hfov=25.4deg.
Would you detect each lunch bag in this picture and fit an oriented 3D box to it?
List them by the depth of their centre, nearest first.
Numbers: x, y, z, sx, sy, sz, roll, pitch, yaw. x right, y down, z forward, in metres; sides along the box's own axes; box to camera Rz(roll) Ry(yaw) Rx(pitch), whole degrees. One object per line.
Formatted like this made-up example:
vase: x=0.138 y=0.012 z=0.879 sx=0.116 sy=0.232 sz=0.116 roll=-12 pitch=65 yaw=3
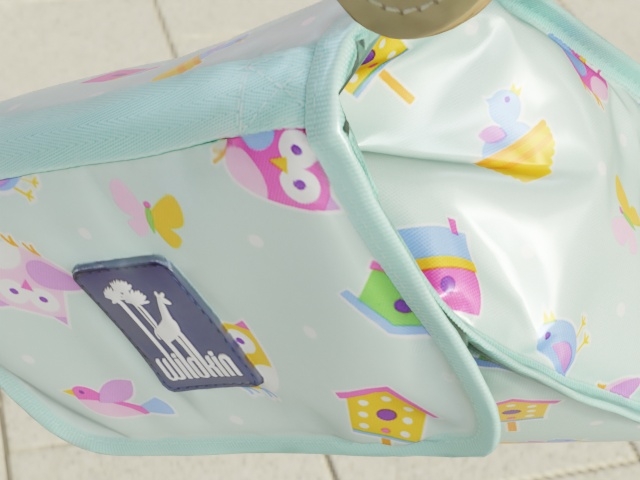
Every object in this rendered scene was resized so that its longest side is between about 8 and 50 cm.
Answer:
lunch bag: x=0.000 y=0.000 z=0.515 sx=0.223 sy=0.160 sz=0.262 roll=-6 pitch=-13 yaw=39

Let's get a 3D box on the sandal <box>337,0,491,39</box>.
sandal: x=0.029 y=-0.172 z=0.377 sx=0.088 sy=0.240 sz=0.079 roll=-15 pitch=-3 yaw=33
